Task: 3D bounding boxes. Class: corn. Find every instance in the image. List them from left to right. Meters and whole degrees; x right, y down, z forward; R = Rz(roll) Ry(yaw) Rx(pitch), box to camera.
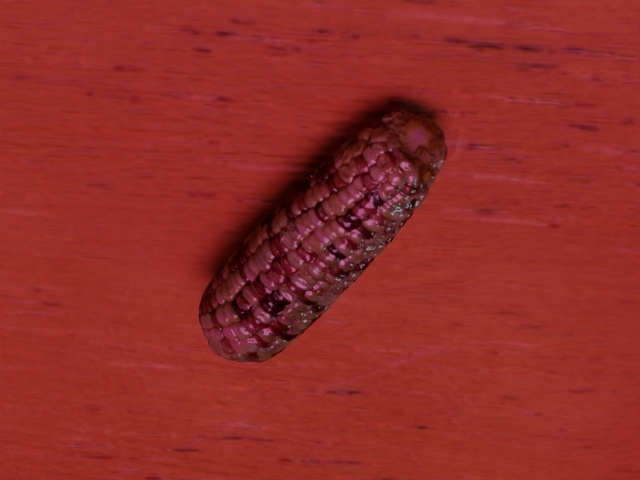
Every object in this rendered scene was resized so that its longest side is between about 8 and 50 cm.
[{"bbox_3d":[0.000,0.000,1.228,0.086,0.086,0.253,30,124,-24],"label":"corn"}]
